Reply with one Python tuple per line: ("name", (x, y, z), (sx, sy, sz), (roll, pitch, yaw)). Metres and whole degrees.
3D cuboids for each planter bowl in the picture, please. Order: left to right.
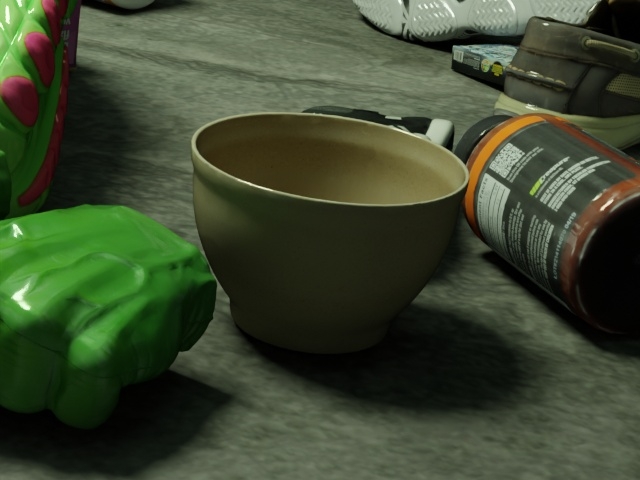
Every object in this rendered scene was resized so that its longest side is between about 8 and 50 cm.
("planter bowl", (0.000, 0.000, 0.872), (0.162, 0.109, 0.162), (6, 21, -2))

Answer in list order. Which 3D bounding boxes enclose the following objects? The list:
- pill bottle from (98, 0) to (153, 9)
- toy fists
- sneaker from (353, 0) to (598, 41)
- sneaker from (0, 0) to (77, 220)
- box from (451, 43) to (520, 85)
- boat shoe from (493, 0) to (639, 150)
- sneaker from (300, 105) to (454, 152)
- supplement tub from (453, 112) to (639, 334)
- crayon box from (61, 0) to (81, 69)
("pill bottle", (-0.274, -0.332, 1.614), (0.216, 0.121, 0.121), (19, 24, 27))
("toy fists", (-0.198, 0.012, 0.786), (0.279, 0.096, 0.142), (27, 22, 23))
("sneaker", (0.218, -0.274, 1.633), (0.366, 0.137, 0.210), (10, 5, 39))
("sneaker", (-0.275, -0.202, 1.068), (0.202, 0.185, 0.482), (2, 39, -5))
("box", (0.209, -0.172, 1.488), (0.094, 0.027, 0.137), (-7, 20, -31))
("boat shoe", (0.304, -0.164, 1.369), (0.132, 0.130, 0.355), (25, 27, 37))
("sneaker", (0.022, -0.050, 1.068), (0.121, 0.079, 0.217), (9, 13, 11))
("supplement tub", (0.163, -0.022, 0.991), (0.106, 0.106, 0.198), (-2, 24, -24))
("crayon box", (-0.445, -0.219, 1.283), (0.313, 0.106, 0.363), (25, 27, 38))
